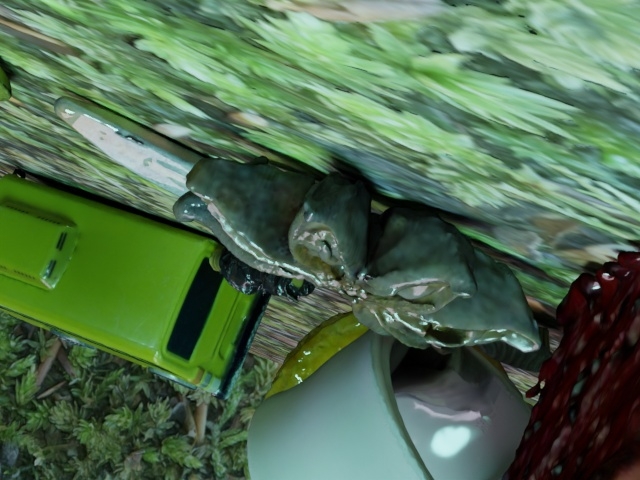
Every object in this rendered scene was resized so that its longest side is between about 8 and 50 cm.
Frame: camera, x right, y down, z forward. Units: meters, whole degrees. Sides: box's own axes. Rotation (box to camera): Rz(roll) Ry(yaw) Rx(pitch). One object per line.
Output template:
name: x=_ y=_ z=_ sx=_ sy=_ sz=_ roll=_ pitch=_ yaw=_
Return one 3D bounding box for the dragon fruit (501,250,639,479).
dragon fruit: x=0.186 y=0.146 z=0.772 sx=0.228 sy=0.286 sz=0.329 roll=27 pitch=165 yaw=-1

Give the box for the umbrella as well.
umbrella: x=-0.049 y=0.026 z=1.491 sx=0.037 sy=0.040 sz=0.144 roll=13 pitch=180 yaw=-29

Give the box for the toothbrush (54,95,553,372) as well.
toothbrush: x=0.000 y=0.000 z=1.151 sx=0.375 sy=0.037 sz=0.028 roll=27 pitch=133 yaw=-25

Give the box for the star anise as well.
star anise: x=0.027 y=0.004 z=0.984 sx=0.208 sy=0.063 sz=0.172 roll=27 pitch=169 yaw=-8

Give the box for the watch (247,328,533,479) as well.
watch: x=0.049 y=0.149 z=1.128 sx=0.231 sy=0.196 sz=0.244 roll=23 pitch=-145 yaw=-46

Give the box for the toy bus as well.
toy bus: x=-0.189 y=0.034 z=1.653 sx=0.262 sy=0.128 sz=0.150 roll=17 pitch=171 yaw=32

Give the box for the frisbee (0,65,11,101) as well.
frisbee: x=-0.288 y=-0.136 z=1.089 sx=0.236 sy=0.017 sz=0.236 roll=23 pitch=174 yaw=3

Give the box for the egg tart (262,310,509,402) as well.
egg tart: x=0.048 y=0.142 z=1.476 sx=0.202 sy=0.202 sz=0.147 roll=24 pitch=-178 yaw=-6
